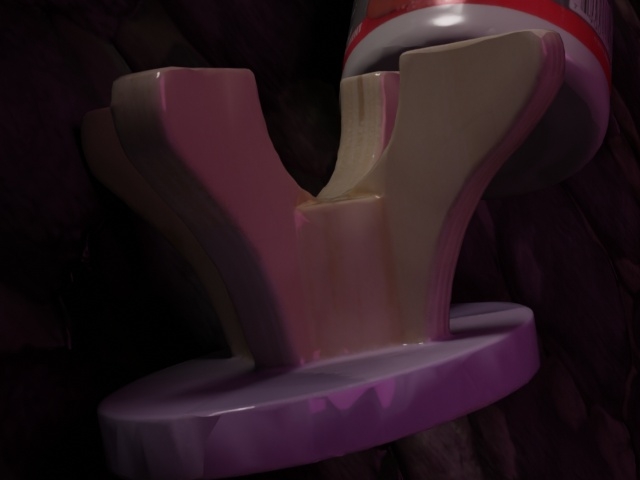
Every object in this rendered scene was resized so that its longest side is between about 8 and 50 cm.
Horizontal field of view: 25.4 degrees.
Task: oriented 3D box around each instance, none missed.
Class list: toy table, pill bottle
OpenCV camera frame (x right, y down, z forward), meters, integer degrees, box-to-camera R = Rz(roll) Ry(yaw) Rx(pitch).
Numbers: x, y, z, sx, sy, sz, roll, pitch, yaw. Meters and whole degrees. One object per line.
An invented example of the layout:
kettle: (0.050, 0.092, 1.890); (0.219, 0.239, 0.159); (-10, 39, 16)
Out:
toy table: (0.000, 0.000, 0.662); (0.274, 0.252, 0.161); (-14, 97, -71)
pill bottle: (0.117, -0.202, 0.991); (0.176, 0.176, 0.319); (39, 47, -37)
